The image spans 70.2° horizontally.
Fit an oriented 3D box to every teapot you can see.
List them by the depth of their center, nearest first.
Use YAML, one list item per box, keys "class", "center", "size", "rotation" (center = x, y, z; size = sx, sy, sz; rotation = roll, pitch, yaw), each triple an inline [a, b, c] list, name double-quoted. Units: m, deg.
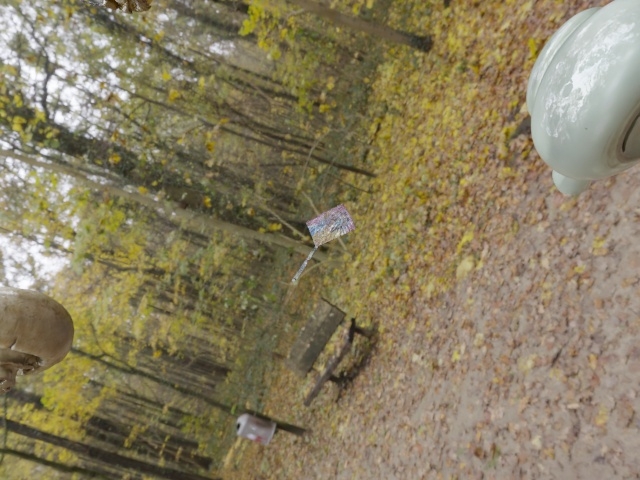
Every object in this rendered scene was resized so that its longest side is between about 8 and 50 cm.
- class: "teapot"
  center: [0.332, -0.142, 0.557]
  size: [0.318, 0.220, 0.149]
  rotation: [92, 155, -48]

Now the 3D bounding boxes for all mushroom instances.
- class: "mushroom"
  center: [-0.622, 0.204, 0.944]
  size: [0.254, 0.189, 0.195]
  rotation: [79, 178, -57]

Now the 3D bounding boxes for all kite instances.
- class: "kite"
  center: [-0.004, -0.002, 0.367]
  size: [0.078, 0.002, 0.044]
  rotation: [-40, 44, -13]

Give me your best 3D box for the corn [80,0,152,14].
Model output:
- class: "corn"
  center: [-0.233, -0.436, 0.561]
  size: [0.106, 0.106, 0.305]
  rotation: [150, 125, -80]
